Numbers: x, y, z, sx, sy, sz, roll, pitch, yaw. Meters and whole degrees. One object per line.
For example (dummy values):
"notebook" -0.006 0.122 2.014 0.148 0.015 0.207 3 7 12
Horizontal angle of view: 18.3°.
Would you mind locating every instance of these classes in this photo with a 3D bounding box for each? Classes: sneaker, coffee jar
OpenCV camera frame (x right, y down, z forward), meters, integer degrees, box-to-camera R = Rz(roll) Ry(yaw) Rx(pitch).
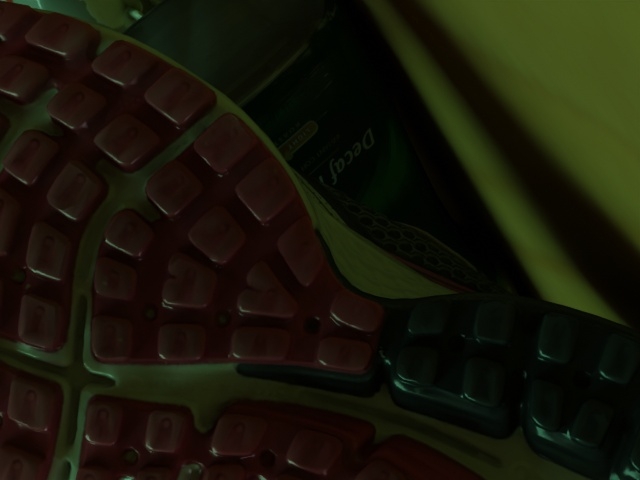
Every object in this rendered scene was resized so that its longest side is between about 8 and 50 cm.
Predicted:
"sneaker" -0.013 0.040 0.541 0.299 0.121 0.112 30 176 10
"coffee jar" 0.000 0.000 0.659 0.079 0.096 0.184 45 173 49

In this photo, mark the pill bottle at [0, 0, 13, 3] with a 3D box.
"pill bottle" -0.187 -0.184 1.070 0.193 0.108 0.108 52 176 8

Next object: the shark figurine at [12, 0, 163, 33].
"shark figurine" -0.129 -0.098 0.889 0.278 0.116 0.166 50 -161 -59
